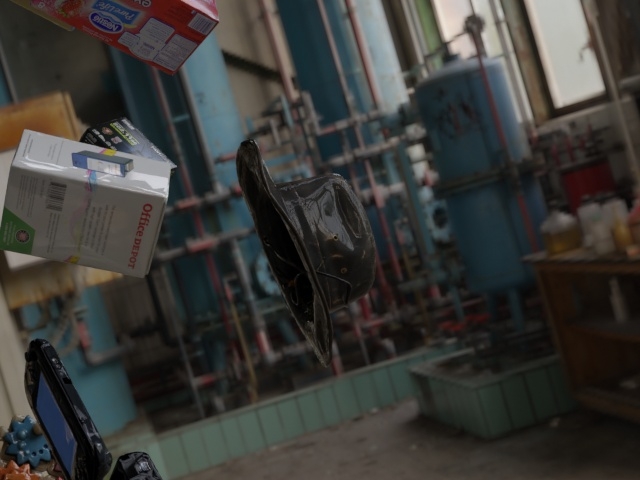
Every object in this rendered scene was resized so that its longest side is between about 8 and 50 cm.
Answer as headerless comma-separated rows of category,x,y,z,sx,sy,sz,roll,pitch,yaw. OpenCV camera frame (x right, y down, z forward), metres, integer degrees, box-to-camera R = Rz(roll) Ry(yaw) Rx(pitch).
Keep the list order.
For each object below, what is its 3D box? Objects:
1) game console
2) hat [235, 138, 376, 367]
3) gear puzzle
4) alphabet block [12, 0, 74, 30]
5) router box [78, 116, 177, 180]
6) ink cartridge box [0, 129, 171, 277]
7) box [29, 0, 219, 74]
game console,-0.257,0.268,1.234,0.044,0.361,0.213,-3,-48,-38
hat,0.000,0.000,1.560,0.134,0.331,0.331,-21,2,-9
gear puzzle,-0.453,0.436,1.740,0.175,0.339,0.044,23,-33,-16
alphabet block,-0.478,-0.533,2.023,0.193,0.197,0.192,-49,17,49
router box,-0.290,-0.127,1.699,0.038,0.122,0.092,-53,-12,31
ink cartridge box,-0.328,-0.048,1.574,0.212,0.154,0.093,13,36,-11
box,-0.294,-0.374,1.684,0.257,0.123,0.128,23,-53,-36
